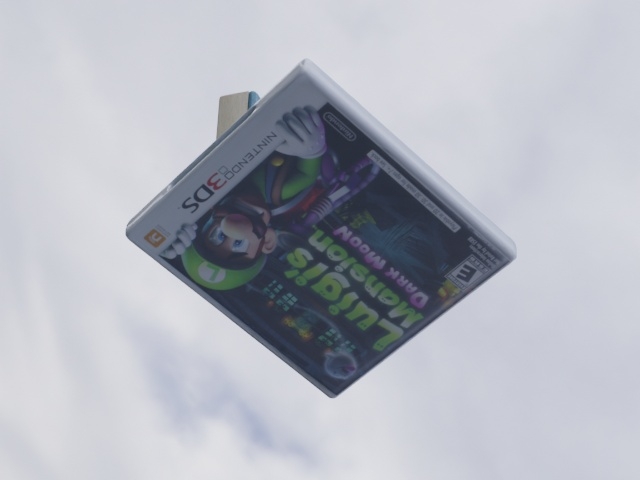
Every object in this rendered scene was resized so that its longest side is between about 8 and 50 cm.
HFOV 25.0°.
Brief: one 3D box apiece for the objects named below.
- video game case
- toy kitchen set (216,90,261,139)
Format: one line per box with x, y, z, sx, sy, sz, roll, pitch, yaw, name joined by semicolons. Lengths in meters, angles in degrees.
0.000;0.000;0.931;0.190;0.022;0.173;40;-62;-20;video game case
-0.001;-0.064;1.569;0.166;0.122;0.207;-9;-35;15;toy kitchen set
